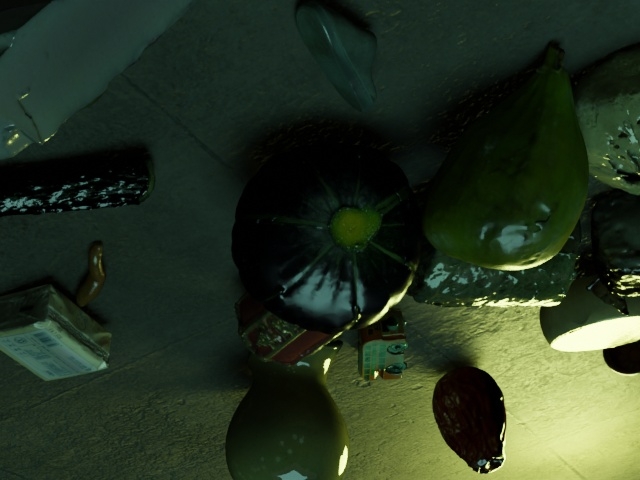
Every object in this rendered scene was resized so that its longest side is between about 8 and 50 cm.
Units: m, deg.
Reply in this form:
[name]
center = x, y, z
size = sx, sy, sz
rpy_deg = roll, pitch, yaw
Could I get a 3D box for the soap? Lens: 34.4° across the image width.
[soap]
center = -0.273, -0.245, 1.189
size = 0.302, 0.257, 0.159
rpy_deg = -13, 142, 4

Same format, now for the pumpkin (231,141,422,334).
[pumpkin]
center = 0.000, 0.000, 1.583
size = 0.296, 0.295, 0.296
rpy_deg = -6, 144, -4

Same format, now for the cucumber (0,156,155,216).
[cucumber]
center = -0.399, -0.077, 1.544
size = 0.303, 0.081, 0.072
rpy_deg = -5, 100, 2

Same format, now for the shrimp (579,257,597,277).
[shrimp]
center = 0.500, 0.068, 1.965
size = 0.091, 0.025, 0.127
rpy_deg = -22, 145, 19

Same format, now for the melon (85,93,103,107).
[melon]
center = -0.359, -0.212, 1.348
size = 0.162, 0.099, 0.099
rpy_deg = -5, 144, 3

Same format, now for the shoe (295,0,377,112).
[shoe]
center = 0.036, -0.261, 1.403
size = 0.078, 0.079, 0.195
rpy_deg = -43, 135, -13

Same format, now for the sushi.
[sushi]
center = 0.613, 0.002, 1.761
size = 0.343, 0.196, 0.182
rpy_deg = -18, 136, 12

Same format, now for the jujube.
[jujube]
center = 0.324, 0.380, 2.175
size = 0.168, 0.236, 0.168
rpy_deg = -9, 137, -8

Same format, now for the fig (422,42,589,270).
[fig]
center = 0.287, -0.096, 1.484
size = 0.233, 0.233, 0.314
rpy_deg = 11, 130, -25

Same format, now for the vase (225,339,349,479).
[vase]
center = -0.083, 0.359, 2.063
size = 0.241, 0.302, 0.329
rpy_deg = 11, 157, -25

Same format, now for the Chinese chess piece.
[Chinese chess piece]
center = 0.540, 0.134, 1.954
size = 0.251, 0.097, 0.251
rpy_deg = -8, 161, -3

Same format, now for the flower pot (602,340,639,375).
[flower pot]
center = 0.657, 0.235, 2.174
size = 0.111, 0.111, 0.089
rpy_deg = -23, 157, 19

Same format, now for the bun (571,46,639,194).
[bun]
center = 0.496, -0.165, 1.548
size = 0.259, 0.152, 0.259
rpy_deg = -6, 141, -5

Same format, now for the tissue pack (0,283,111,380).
[tissue pack]
center = -0.483, 0.167, 1.833
size = 0.148, 0.092, 0.196
rpy_deg = -13, 143, 18

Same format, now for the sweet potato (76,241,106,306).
[sweet potato]
center = -0.390, 0.067, 1.771
size = 0.044, 0.044, 0.179
rpy_deg = 8, 142, -21

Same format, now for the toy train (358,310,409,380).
[toy train]
center = 0.122, 0.206, 2.038
size = 0.099, 0.072, 0.188
rpy_deg = -2, 144, 1

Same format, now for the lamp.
[lamp]
center = -0.028, 0.106, 1.796
size = 0.177, 0.177, 0.274
rpy_deg = 22, 136, -35

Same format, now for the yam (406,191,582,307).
[yam]
center = 0.275, 0.018, 1.718
size = 0.300, 0.195, 0.195
rpy_deg = 1, 143, -14
